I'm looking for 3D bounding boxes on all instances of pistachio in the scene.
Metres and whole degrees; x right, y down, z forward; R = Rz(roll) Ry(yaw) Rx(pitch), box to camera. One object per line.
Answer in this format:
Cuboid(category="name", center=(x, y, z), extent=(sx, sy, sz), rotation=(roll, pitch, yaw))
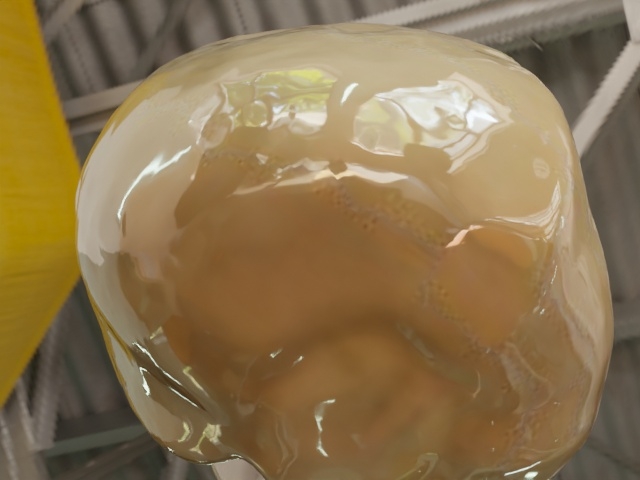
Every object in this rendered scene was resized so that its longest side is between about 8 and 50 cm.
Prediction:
Cuboid(category="pistachio", center=(0.000, 0.000, 0.501), extent=(0.187, 0.299, 0.188), rotation=(-5, -74, -17))
